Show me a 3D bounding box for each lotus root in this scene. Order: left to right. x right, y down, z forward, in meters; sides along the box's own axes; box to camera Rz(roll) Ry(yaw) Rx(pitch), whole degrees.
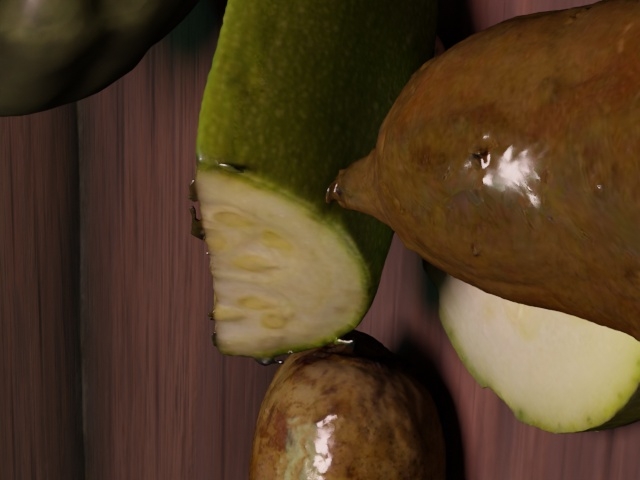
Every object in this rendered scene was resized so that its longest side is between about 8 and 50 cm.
[{"bbox_3d":[0.014,0.187,1.138,0.145,0.128,0.260,-129,42,-70],"label":"lotus root"}]

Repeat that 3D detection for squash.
[{"bbox_3d":[0.008,-0.098,1.031,0.203,0.111,0.289,86,-168,-54],"label":"squash"},{"bbox_3d":[0.128,-0.004,0.954,0.219,0.041,0.219,24,119,55],"label":"squash"}]

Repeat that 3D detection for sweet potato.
[{"bbox_3d":[0.137,-0.035,0.773,0.369,0.158,0.158,14,110,54],"label":"sweet potato"}]

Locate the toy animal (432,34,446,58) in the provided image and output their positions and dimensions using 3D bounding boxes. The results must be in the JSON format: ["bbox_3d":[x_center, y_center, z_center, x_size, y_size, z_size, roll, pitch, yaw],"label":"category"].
[{"bbox_3d":[0.032,-0.077,1.073,0.091,0.082,0.114,69,151,25],"label":"toy animal"}]

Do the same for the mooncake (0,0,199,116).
[{"bbox_3d":[-0.220,-0.262,1.257,0.187,0.351,0.351,-38,63,57],"label":"mooncake"}]
